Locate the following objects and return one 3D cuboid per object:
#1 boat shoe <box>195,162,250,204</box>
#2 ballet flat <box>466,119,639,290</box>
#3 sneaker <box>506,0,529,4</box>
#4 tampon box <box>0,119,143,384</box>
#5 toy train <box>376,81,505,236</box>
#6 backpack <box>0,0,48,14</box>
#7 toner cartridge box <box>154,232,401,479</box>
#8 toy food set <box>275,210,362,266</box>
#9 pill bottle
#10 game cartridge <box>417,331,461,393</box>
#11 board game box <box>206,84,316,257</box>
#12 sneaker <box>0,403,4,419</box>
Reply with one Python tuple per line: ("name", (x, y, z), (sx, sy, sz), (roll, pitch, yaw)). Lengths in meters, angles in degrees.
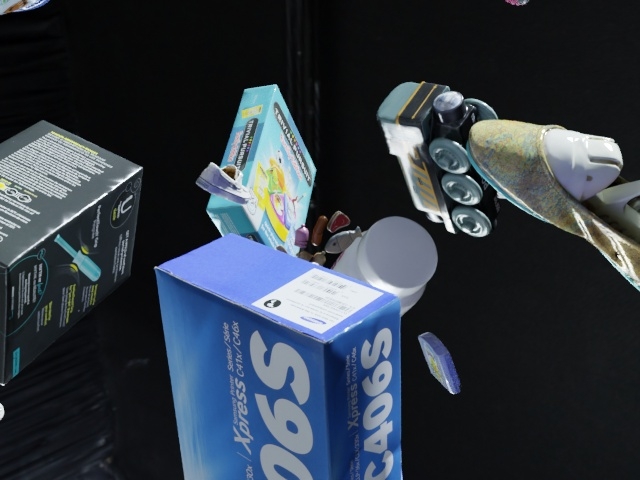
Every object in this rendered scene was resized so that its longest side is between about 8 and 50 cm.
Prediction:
("boat shoe", (-0.099, -0.065, 0.902), (0.035, 0.100, 0.035), (35, -84, 23))
("ballet flat", (0.328, -0.054, 0.957), (0.348, 0.123, 0.123), (33, -43, -20))
("sneaker", (0.286, -0.409, 1.267), (0.119, 0.057, 0.047), (47, -18, 24))
("tampon box", (-0.227, 0.004, 0.634), (0.101, 0.161, 0.120), (25, -54, 11))
("toy train", (0.224, -0.139, 1.469), (0.190, 0.142, 0.334), (20, -27, 35))
("backpack", (-0.371, -0.338, 0.827), (0.263, 0.213, 0.277), (18, -57, 30))
("toner cartridge box", (-0.025, 0.183, 0.609), (0.165, 0.075, 0.348), (19, -58, 41))
("toy food set", (0.000, 0.000, 1.204), (0.078, 0.122, 0.019), (60, -10, -26))
("pill bottle", (0.100, 0.075, 1.516), (0.160, 0.160, 0.283), (58, -27, 13))
("game cartridge", (0.132, 0.134, 0.926), (0.083, 0.017, 0.056), (-140, -148, -77))
("board game box", (-0.107, -0.107, 1.671), (0.079, 0.336, 0.254), (-5, -41, 20))
("sneaker", (-0.577, 0.273, 1.302), (0.070, 0.134, 0.051), (-40, -138, 42))
